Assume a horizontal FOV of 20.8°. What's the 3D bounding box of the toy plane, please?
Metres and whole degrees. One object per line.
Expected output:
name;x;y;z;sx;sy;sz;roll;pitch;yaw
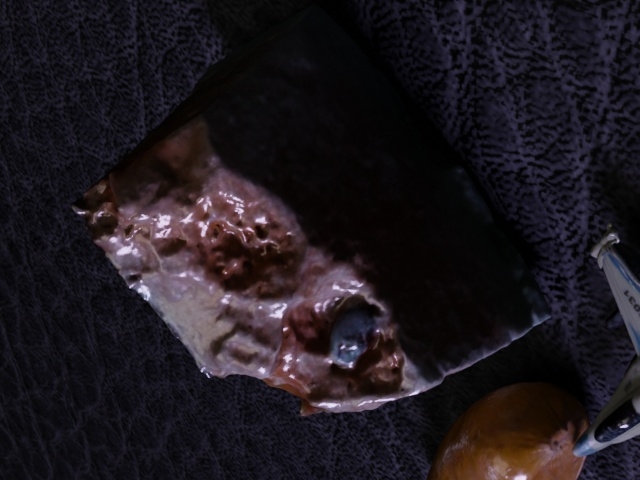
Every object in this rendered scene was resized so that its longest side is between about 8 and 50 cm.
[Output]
toy plane;0.217;0.086;1.077;0.192;0.088;0.262;51;162;8

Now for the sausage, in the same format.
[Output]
sausage;0.133;0.187;1.294;0.109;0.109;0.270;40;151;18

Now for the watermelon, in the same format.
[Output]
watermelon;0.013;-0.009;1.134;0.151;0.302;0.264;-33;98;24
